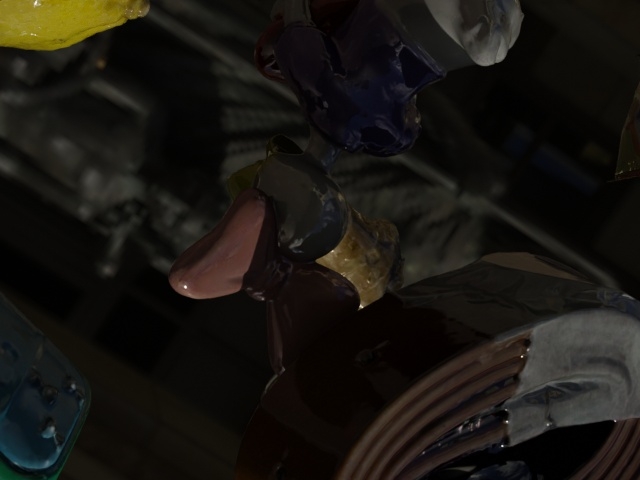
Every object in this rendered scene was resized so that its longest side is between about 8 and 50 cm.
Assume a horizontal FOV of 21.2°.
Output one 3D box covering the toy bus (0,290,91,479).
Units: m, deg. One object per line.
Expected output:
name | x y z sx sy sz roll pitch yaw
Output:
toy bus | -0.336 0.086 1.263 0.199 0.343 0.183 -33 -159 27

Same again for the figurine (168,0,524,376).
figurine | 0.045 -0.111 1.241 0.421 0.154 0.193 -52 -147 -4

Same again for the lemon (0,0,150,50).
lemon | -0.308 -0.323 1.735 0.268 0.322 0.268 -44 -177 3

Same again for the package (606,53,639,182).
package | 0.266 -0.103 1.296 0.108 0.031 0.121 -12 -119 62

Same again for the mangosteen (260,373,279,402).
mangosteen | 0.064 0.188 1.677 0.243 0.243 0.243 -53 -168 16

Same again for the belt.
belt | 0.105 0.134 1.218 0.338 0.217 0.122 -23 -154 -29

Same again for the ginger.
ginger | 0.000 0.000 2.014 0.086 0.294 0.131 27 -94 43
